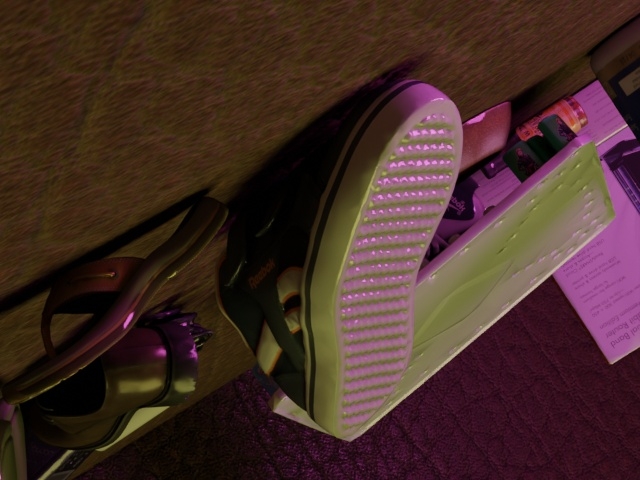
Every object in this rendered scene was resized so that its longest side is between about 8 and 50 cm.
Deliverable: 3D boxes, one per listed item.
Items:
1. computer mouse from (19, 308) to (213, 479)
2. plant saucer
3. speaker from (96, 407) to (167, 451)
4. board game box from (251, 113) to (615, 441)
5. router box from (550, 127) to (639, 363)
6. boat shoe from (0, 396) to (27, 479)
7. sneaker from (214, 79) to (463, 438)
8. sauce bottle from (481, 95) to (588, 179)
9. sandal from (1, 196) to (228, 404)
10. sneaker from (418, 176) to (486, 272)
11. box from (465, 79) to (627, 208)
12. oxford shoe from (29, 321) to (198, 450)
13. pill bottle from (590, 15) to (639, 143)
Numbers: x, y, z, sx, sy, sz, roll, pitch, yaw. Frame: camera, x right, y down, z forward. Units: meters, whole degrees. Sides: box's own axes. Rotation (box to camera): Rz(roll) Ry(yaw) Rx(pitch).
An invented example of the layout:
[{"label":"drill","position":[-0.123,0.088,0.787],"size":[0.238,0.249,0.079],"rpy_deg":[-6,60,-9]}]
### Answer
[{"label":"computer mouse","position":[-0.217,0.148,1.619],"size":[0.272,0.072,0.188],"rpy_deg":[-45,174,-5]},{"label":"plant saucer","position":[0.102,-0.060,1.727],"size":[0.198,0.036,0.198],"rpy_deg":[-33,175,-3]},{"label":"speaker","position":[-0.204,0.177,2.046],"size":[0.136,0.055,0.055],"rpy_deg":[-34,175,23]},{"label":"board game box","position":[0.128,0.049,1.898],"size":[0.390,0.050,0.390],"rpy_deg":[-41,164,3]},{"label":"router box","position":[0.436,-0.052,2.434],"size":[0.335,0.301,0.082],"rpy_deg":[-33,176,3]},{"label":"boat shoe","position":[-0.267,0.179,1.314],"size":[0.113,0.127,0.340],"rpy_deg":[-3,-179,-7]},{"label":"sneaker","position":[0.000,0.000,1.225],"size":[0.126,0.127,0.321],"rpy_deg":[-37,154,-33]},{"label":"sauce bottle","position":[0.232,-0.110,2.042],"size":[0.128,0.042,0.042],"rpy_deg":[-34,176,-6]},{"label":"sandal","position":[-0.125,0.028,1.074],"size":[0.180,0.049,0.072],"rpy_deg":[-47,-172,-26]},{"label":"sneaker","position":[0.097,-0.011,1.930],"size":[0.153,0.094,0.235],"rpy_deg":[-46,161,16]},{"label":"box","position":[0.237,-0.092,2.130],"size":[0.324,0.067,0.063],"rpy_deg":[-35,176,14]},{"label":"oxford shoe","position":[-0.187,0.112,1.440],"size":[0.096,0.083,0.227],"rpy_deg":[-3,161,-32]},{"label":"pill bottle","position":[0.383,-0.102,1.736],"size":[0.153,0.264,0.153],"rpy_deg":[-32,175,-3]}]
